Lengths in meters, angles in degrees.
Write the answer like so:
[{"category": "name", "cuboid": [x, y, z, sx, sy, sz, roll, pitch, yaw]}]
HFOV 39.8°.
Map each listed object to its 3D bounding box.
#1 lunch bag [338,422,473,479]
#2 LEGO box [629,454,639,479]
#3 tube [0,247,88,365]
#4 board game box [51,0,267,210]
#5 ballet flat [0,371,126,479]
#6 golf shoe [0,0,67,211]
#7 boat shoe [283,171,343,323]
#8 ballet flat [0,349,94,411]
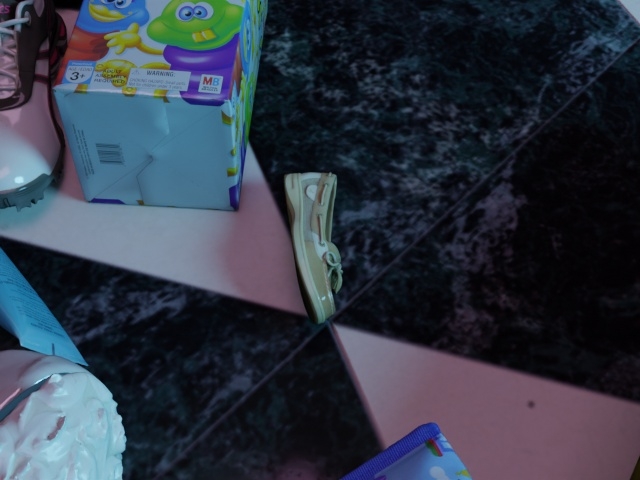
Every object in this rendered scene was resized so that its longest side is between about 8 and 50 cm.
[{"category": "lunch bag", "cuboid": [-0.010, 0.270, 0.477, 0.293, 0.138, 0.221, -24, 34, -6]}, {"category": "LEGO box", "cuboid": [0.424, 0.134, 0.557, 0.373, 0.193, 0.500, 26, 57, 20]}, {"category": "tube", "cuboid": [-0.267, 0.028, 0.709, 0.207, 0.080, 0.052, 39, 94, 28]}, {"category": "board game box", "cuboid": [-0.131, -0.181, 0.817, 0.142, 0.144, 0.275, 3, 54, 1]}, {"category": "ballet flat", "cuboid": [-0.209, 0.269, 0.475, 0.147, 0.147, 0.408, 28, 68, 18]}, {"category": "golf shoe", "cuboid": [-0.295, -0.150, 0.808, 0.105, 0.120, 0.272, -5, 55, -7]}, {"category": "boat shoe", "cuboid": [0.000, 0.001, 0.741, 0.048, 0.056, 0.153, -8, 46, -2]}, {"category": "ballet flat", "cuboid": [-0.307, 0.212, 0.547, 0.139, 0.139, 0.400, 32, 55, 21]}]
